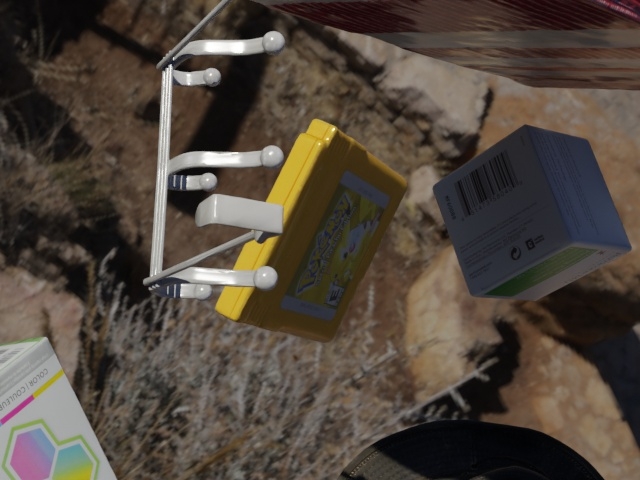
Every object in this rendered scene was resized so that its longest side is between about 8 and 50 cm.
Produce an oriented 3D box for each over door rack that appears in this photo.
[{"bbox_3d":[-0.072,-0.085,0.897,0.108,0.324,0.239,4,77,-16],"label":"over door rack"}]

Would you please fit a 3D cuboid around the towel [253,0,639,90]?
[{"bbox_3d":[0.130,-0.137,0.676,0.329,0.237,0.037,6,93,-44],"label":"towel"}]

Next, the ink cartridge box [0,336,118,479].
[{"bbox_3d":[-0.212,0.188,0.792,0.109,0.062,0.209,-42,116,-52],"label":"ink cartridge box"}]

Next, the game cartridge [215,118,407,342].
[{"bbox_3d":[0.000,0.000,1.510,0.053,0.285,0.324,26,1,23],"label":"game cartridge"}]

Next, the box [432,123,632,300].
[{"bbox_3d":[0.161,-0.018,0.826,0.087,0.101,0.101,5,60,-44],"label":"box"}]

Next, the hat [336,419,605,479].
[{"bbox_3d":[0.159,0.306,1.058,0.332,0.134,0.331,-1,64,1],"label":"hat"}]
